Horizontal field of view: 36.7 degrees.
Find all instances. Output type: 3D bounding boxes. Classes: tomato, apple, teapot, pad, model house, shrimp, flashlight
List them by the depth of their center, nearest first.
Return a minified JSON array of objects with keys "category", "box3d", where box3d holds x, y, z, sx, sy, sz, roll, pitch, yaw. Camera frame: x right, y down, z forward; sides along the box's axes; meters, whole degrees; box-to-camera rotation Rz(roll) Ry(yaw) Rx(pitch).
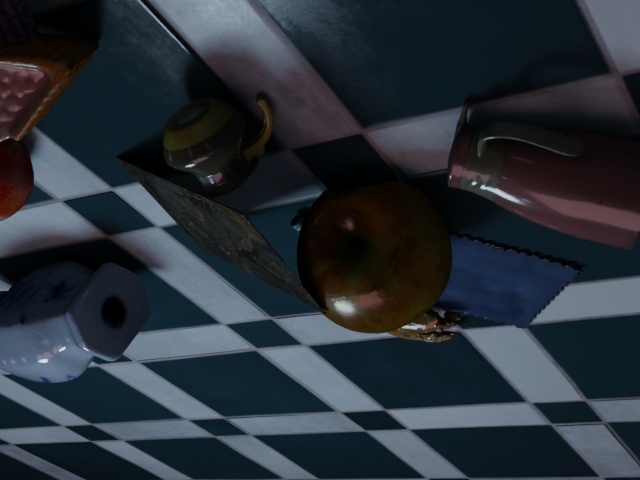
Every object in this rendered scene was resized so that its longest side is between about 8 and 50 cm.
[{"category":"model house","box3d":[-0.428,-0.248,1.247,0.237,0.202,0.237,-21,105,9]},{"category":"teapot","box3d":[-0.140,-0.141,1.374,0.165,0.130,0.119,-28,123,3]},{"category":"pad","box3d":[-0.161,-0.012,1.510,0.367,0.007,0.248,23,159,46]},{"category":"apple","box3d":[0.087,0.023,1.521,0.246,0.246,0.226,-2,167,23]},{"category":"tomato","box3d":[-0.544,-0.109,1.543,0.186,0.152,0.187,4,148,3]},{"category":"flashlight","box3d":[0.000,0.000,1.644,0.129,0.051,0.051,34,143,-29]},{"category":"pad","box3d":[0.288,0.074,1.709,0.269,0.012,0.269,16,151,-6]},{"category":"shrimp","box3d":[0.196,0.162,1.860,0.132,0.052,0.187,22,162,-39]}]

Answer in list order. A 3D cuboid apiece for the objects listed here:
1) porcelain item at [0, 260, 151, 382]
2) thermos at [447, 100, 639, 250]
[{"category":"porcelain item","box3d":[-0.534,0.167,1.931,0.405,0.243,0.178,-13,124,41]},{"category":"thermos","box3d":[0.303,-0.093,1.287,0.264,0.146,0.176,15,157,6]}]
